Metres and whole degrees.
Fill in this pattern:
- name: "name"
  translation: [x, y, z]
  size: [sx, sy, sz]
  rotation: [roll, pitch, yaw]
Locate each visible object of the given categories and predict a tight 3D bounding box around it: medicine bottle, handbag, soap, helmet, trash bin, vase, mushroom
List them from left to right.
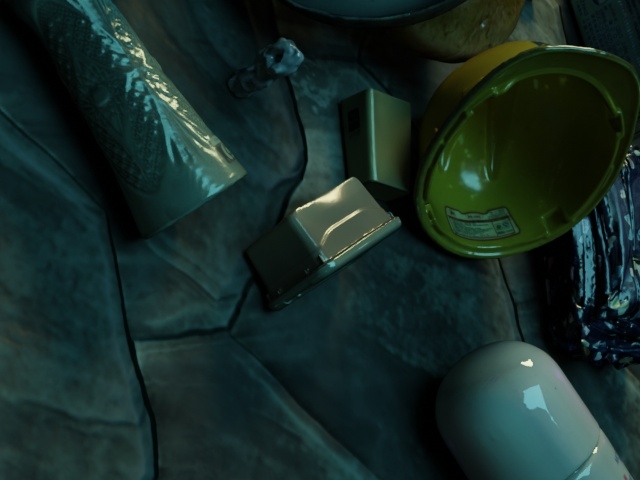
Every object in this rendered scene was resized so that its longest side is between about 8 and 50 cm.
- name: "vase"
  translation: [-0.154, -0.117, 1.041]
  size: [0.219, 0.096, 0.096]
  rotation: [58, 43, -6]
- name: "trash bin"
  translation: [0.055, -0.089, 1.275]
  size: [0.061, 0.043, 0.092]
  rotation: [14, 64, -41]
- name: "mushroom"
  translation: [0.092, -0.306, 1.332]
  size: [0.278, 0.146, 0.278]
  rotation: [15, 63, -32]
- name: "helmet"
  translation: [0.179, -0.115, 1.300]
  size: [0.205, 0.257, 0.140]
  rotation: [7, 39, -22]
- name: "medicine bottle"
  translation: [0.227, 0.243, 1.239]
  size: [0.341, 0.130, 0.130]
  rotation: [57, 43, -12]
- name: "handbag"
  translation: [0.302, 0.007, 1.435]
  size: [0.162, 0.113, 0.260]
  rotation: [8, 75, -36]
- name: "soap"
  translation: [0.394, -0.212, 1.591]
  size: [0.077, 0.156, 0.293]
  rotation: [-10, 80, -36]

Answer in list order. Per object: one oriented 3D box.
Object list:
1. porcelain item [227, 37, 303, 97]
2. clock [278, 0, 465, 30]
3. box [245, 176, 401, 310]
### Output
- name: "porcelain item"
  translation: [-0.046, -0.148, 1.167]
  size: [0.028, 0.083, 0.036]
  rotation: [23, 62, -35]
- name: "clock"
  translation: [0.048, -0.339, 1.209]
  size: [0.061, 0.312, 0.313]
  rotation: [46, 26, -82]
- name: "box"
  translation: [0.000, 0.000, 1.150]
  size: [0.122, 0.089, 0.062]
  rotation: [-30, 85, -48]
